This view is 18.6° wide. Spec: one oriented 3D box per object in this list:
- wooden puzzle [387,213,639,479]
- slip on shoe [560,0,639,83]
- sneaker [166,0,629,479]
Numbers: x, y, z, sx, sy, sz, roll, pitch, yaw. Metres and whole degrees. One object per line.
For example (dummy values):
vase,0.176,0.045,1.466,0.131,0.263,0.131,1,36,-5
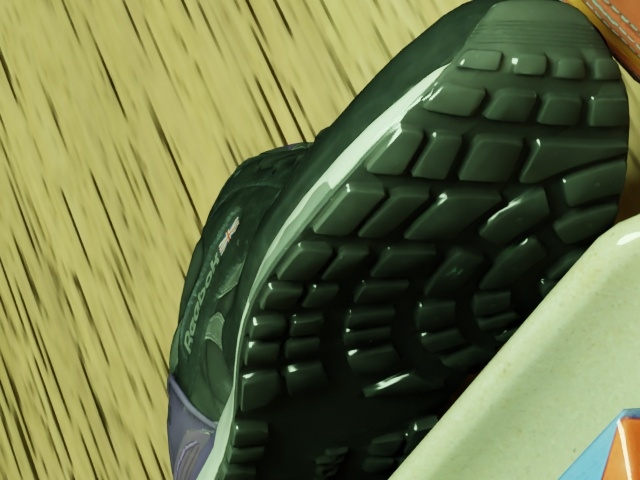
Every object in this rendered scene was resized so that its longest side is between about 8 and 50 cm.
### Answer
wooden puzzle,0.089,0.215,0.555,0.322,0.080,0.348,-52,53,30
slip on shoe,0.118,-0.085,0.560,0.331,0.101,0.123,48,120,39
sneaker,0.000,0.000,0.657,0.283,0.107,0.124,119,143,-45
